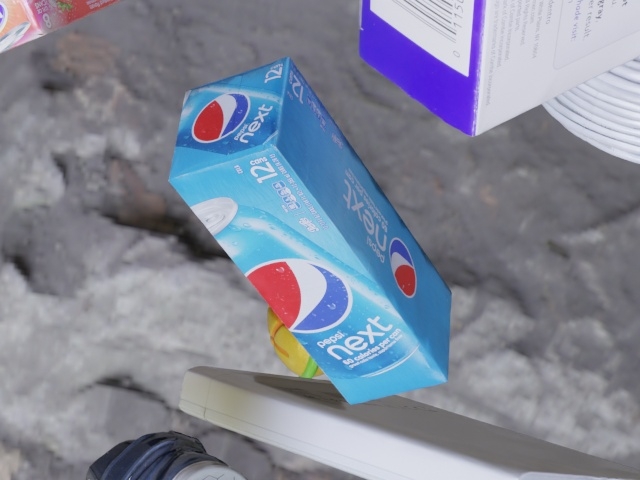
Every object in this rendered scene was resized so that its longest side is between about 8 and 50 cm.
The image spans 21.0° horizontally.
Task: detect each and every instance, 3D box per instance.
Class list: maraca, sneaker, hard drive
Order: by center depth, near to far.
[{"bbox_3d":[-0.131,0.240,1.198,0.086,0.226,0.163,27,-1,-25],"label":"sneaker"},{"bbox_3d":[0.087,0.166,1.377,0.353,0.047,0.233,12,1,44],"label":"hard drive"},{"bbox_3d":[-0.001,0.053,1.769,0.099,0.127,0.186,11,83,-12],"label":"maraca"}]

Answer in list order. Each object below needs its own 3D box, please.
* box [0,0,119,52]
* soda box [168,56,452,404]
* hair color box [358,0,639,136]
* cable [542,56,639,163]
[{"bbox_3d":[-0.292,-0.284,1.741,0.154,0.142,0.300,67,26,-11],"label":"box"},{"bbox_3d":[0.000,0.000,0.959,0.067,0.210,0.071,-17,43,24],"label":"soda box"},{"bbox_3d":[0.181,-0.211,0.937,0.339,0.185,0.110,-25,47,-27],"label":"hair color box"},{"bbox_3d":[0.302,-0.177,1.464,0.257,0.089,0.257,-32,56,-23],"label":"cable"}]
